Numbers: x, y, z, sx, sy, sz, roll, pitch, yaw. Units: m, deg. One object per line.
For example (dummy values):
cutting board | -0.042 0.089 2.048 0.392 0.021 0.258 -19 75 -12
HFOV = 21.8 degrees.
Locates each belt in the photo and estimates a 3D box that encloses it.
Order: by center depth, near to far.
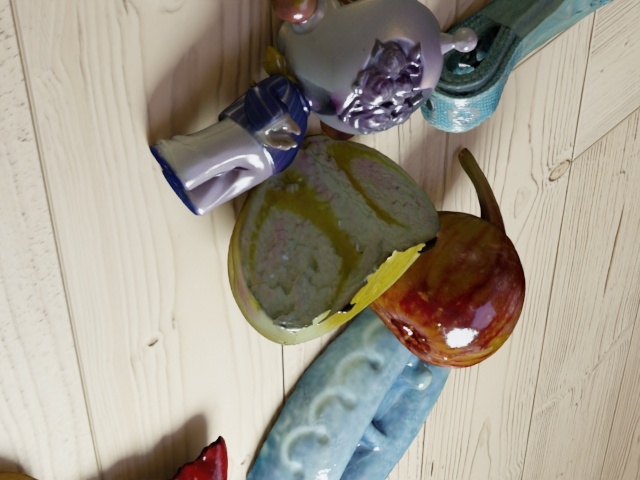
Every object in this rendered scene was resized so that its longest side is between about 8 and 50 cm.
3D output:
belt | 0.213 -0.220 1.680 0.302 0.087 0.072 -41 146 -22

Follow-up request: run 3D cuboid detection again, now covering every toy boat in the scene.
toy boat | 0.055 0.213 1.894 0.330 0.123 0.215 -50 153 -9

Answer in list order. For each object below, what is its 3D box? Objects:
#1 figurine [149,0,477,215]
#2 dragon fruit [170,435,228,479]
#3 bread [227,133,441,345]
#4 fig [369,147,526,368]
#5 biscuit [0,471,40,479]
figurine | -0.014 -0.128 1.405 0.274 0.133 0.194 -23 141 -27
dragon fruit | -0.201 0.372 1.686 0.343 0.100 0.282 -39 162 -39
bread | -0.010 0.007 1.547 0.156 0.158 0.261 -46 170 24
fig | 0.153 0.028 1.781 0.207 0.175 0.175 -46 152 -25
biscuit | -0.337 0.313 1.497 0.262 0.037 0.262 -36 148 -28
